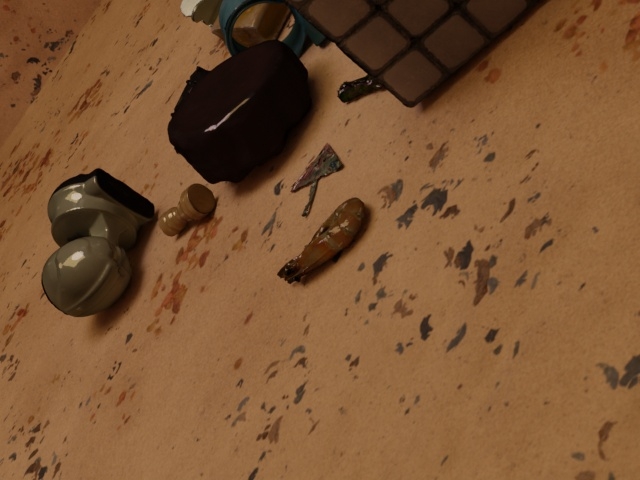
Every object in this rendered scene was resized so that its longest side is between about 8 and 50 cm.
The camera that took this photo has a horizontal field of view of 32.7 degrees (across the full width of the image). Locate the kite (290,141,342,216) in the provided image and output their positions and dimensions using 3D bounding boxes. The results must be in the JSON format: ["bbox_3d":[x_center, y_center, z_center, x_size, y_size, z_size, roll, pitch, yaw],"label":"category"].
[{"bbox_3d":[-0.008,-0.102,1.798,0.139,0.011,0.156,-28,37,46],"label":"kite"}]

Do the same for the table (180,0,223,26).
[{"bbox_3d":[-0.218,-0.574,2.498,0.198,0.166,0.166,-60,27,8],"label":"table"}]

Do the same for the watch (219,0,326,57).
[{"bbox_3d":[-0.103,-0.433,2.113,0.193,0.211,0.211,-30,33,8],"label":"watch"}]

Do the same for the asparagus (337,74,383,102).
[{"bbox_3d":[0.084,-0.260,1.804,0.165,0.030,0.036,-9,43,54],"label":"asparagus"}]

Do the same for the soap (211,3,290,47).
[{"bbox_3d":[-0.117,-0.537,2.345,0.160,0.080,0.257,7,66,46],"label":"soap"}]

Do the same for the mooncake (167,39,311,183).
[{"bbox_3d":[-0.139,-0.234,2.005,0.283,0.141,0.283,-31,32,22],"label":"mooncake"}]

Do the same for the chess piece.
[{"bbox_3d":[-0.259,-0.053,2.080,0.122,0.066,0.066,-36,33,40],"label":"chess piece"}]

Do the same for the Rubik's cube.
[{"bbox_3d":[0.125,-0.475,1.626,0.344,0.344,0.337,-39,33,22],"label":"Rubik's cube"}]

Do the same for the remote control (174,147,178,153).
[{"bbox_3d":[-0.282,-0.222,2.345,0.091,0.016,0.034,-37,28,29],"label":"remote control"}]

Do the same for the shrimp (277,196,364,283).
[{"bbox_3d":[0.000,0.000,1.638,0.180,0.041,0.099,-44,29,21],"label":"shrimp"}]

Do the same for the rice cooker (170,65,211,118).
[{"bbox_3d":[-0.240,-0.274,2.246,0.112,0.106,0.165,15,83,65],"label":"rice cooker"}]

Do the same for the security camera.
[{"bbox_3d":[-0.459,0.024,2.187,0.191,0.197,0.277,-28,46,28],"label":"security camera"}]
